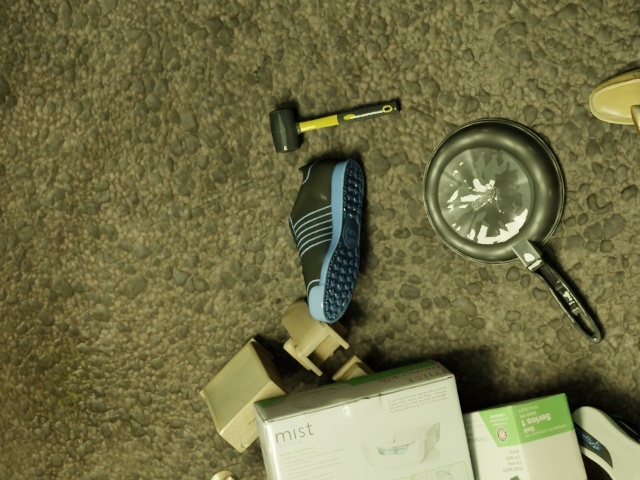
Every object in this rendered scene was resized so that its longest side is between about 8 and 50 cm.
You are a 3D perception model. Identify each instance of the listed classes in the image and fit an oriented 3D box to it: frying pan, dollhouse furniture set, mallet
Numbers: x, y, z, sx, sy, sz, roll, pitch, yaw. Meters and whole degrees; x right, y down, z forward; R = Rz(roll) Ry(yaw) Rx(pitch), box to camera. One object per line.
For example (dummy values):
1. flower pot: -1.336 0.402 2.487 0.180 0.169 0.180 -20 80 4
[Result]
1. frying pan: 0.241 0.000 1.842 0.197 0.053 0.326 -13 93 26
2. dollhouse furniture set: 0.010 0.304 2.003 0.303 0.174 0.355 -46 111 3
3. mallet: 0.016 -0.175 1.907 0.189 0.039 0.062 -18 92 21

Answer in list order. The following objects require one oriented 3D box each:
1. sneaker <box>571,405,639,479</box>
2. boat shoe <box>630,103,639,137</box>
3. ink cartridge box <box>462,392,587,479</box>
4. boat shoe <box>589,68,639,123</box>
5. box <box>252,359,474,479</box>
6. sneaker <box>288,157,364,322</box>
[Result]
1. sneaker: 0.422 0.295 1.768 0.079 0.121 0.217 -54 48 17
2. boat shoe: 0.436 -0.110 1.702 0.059 0.063 0.170 -28 123 15
3. ink cartridge box: 0.272 0.322 1.810 0.160 0.092 0.220 -28 74 63
4. boat shoe: 0.422 -0.181 1.706 0.190 0.072 0.068 -8 98 24
5. box: 0.062 0.305 1.839 0.261 0.127 0.231 -13 98 -9
6. sneaker: 0.000 0.000 1.897 0.090 0.081 0.232 -2 71 33
